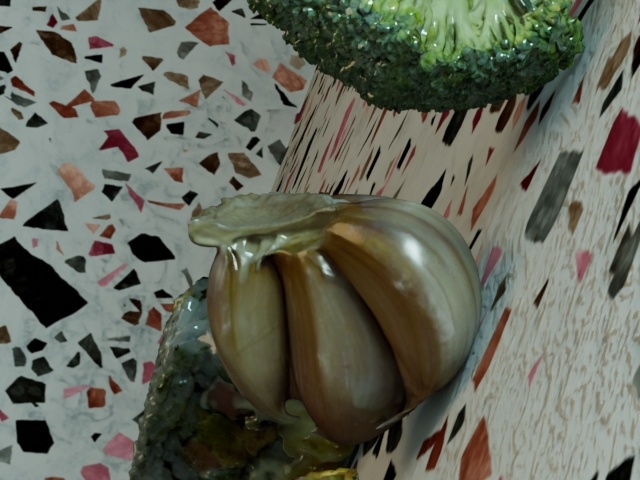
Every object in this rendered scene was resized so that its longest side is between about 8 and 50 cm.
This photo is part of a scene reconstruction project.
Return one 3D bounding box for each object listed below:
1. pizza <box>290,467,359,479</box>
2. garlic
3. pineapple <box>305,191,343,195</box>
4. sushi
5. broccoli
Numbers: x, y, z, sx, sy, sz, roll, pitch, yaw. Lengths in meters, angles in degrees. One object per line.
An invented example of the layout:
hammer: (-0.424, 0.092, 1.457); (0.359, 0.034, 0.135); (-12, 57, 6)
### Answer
pizza: (-0.019, 0.218, 1.224); (0.251, 0.287, 0.074); (-32, -66, -50)
garlic: (0.030, 0.039, 1.355); (0.160, 0.214, 0.191); (-49, -56, -54)
pineapple: (0.000, 0.000, 2.054); (0.197, 0.108, 0.108); (11, -78, -86)
sushi: (-0.063, 0.146, 1.615); (0.139, 0.184, 0.274); (-74, 7, -54)
broccoli: (0.118, -0.258, 1.382); (0.361, 0.252, 0.221); (-53, 10, -1)
